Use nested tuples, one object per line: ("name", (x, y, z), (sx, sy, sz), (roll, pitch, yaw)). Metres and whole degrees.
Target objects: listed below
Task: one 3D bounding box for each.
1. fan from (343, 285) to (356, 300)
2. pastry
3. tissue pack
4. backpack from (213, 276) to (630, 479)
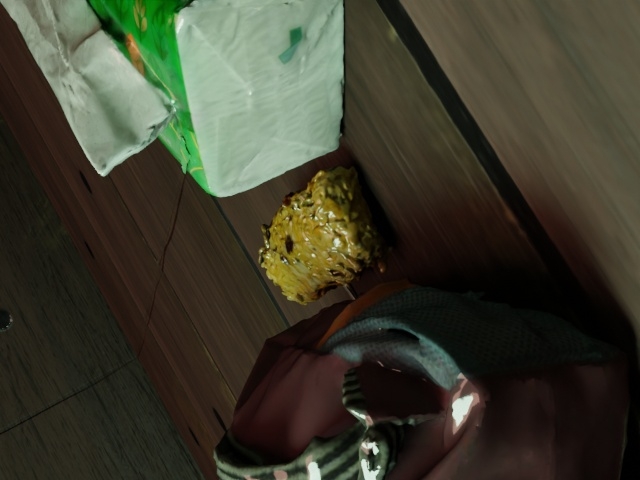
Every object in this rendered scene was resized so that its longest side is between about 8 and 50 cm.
("fan", (0.040, 0.071, 0.702), (0.133, 0.005, 0.085), (59, 162, 4))
("pastry", (0.000, 0.000, 0.635), (0.080, 0.056, 0.140), (56, 152, -3))
("tissue pack", (-0.105, -0.139, 0.559), (0.209, 0.156, 0.148), (50, 156, 32))
("backpack", (0.030, 0.157, 0.532), (0.317, 0.197, 0.284), (14, 103, 63))
